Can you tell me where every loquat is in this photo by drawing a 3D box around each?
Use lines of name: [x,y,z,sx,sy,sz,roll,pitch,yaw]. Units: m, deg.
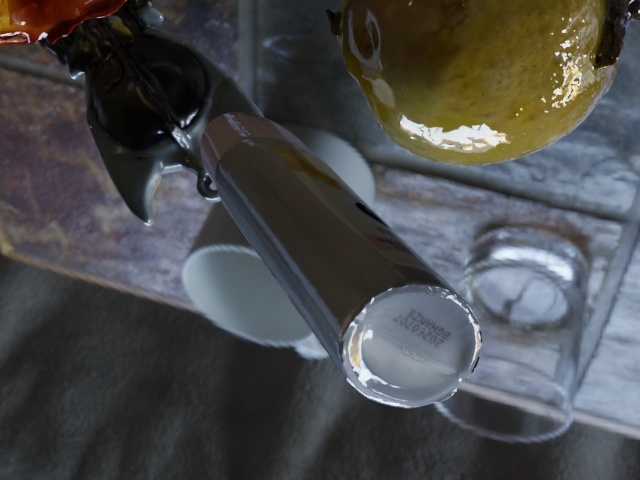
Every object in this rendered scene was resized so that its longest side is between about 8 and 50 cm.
loquat: [0.136,-0.172,0.823,0.244,0.243,0.243,12,140,11]

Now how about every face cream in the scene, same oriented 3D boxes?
face cream: [0.000,0.000,0.656,0.107,0.269,0.073,38,96,-32]

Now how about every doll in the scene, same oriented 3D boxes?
doll: [-0.187,-0.161,1.047,0.316,0.146,0.103,55,151,12]

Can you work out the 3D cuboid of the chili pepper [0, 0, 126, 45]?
chili pepper: [-0.129,-0.227,0.293,0.135,0.338,0.131,-25,168,18]
